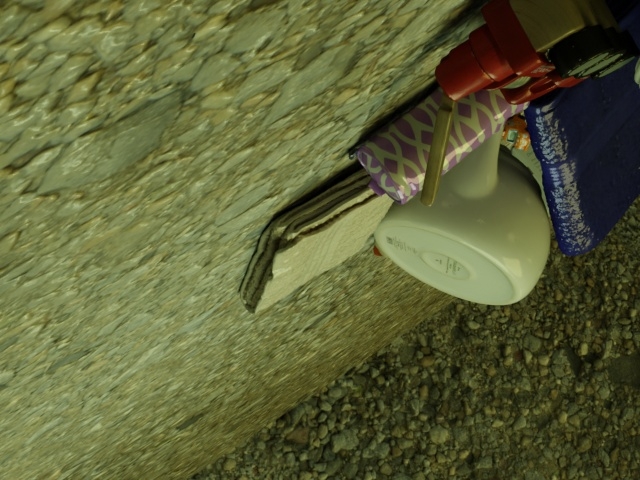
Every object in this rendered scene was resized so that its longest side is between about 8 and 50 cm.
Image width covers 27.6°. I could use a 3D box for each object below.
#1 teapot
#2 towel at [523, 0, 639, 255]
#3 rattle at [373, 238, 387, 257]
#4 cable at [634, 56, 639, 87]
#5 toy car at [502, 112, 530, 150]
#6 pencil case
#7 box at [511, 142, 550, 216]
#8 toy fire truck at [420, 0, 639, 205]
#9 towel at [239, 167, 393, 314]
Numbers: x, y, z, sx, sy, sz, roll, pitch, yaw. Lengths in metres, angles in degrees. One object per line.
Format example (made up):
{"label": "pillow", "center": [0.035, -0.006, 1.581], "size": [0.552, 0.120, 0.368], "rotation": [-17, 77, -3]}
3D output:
{"label": "teapot", "center": [0.203, -0.042, 1.726], "size": [0.256, 0.252, 0.187], "rotation": [-3, -126, 56]}
{"label": "towel", "center": [0.344, -0.147, 1.654], "size": [0.227, 0.076, 0.308], "rotation": [-46, 140, -19]}
{"label": "rattle", "center": [0.156, 0.013, 2.005], "size": [0.130, 0.143, 0.199], "rotation": [-53, 173, -31]}
{"label": "cable", "center": [0.433, -0.239, 1.339], "size": [0.257, 0.089, 0.257], "rotation": [-39, 168, -28]}
{"label": "toy car", "center": [0.278, -0.141, 1.960], "size": [0.041, 0.060, 0.122], "rotation": [-1, 150, -15]}
{"label": "pencil case", "center": [0.137, -0.122, 1.453], "size": [0.206, 0.086, 0.088], "rotation": [-36, 162, -8]}
{"label": "box", "center": [0.427, -0.144, 2.267], "size": [0.182, 0.119, 0.181], "rotation": [-36, 170, -6]}
{"label": "toy fire truck", "center": [0.189, -0.164, 1.338], "size": [0.246, 0.158, 0.217], "rotation": [-29, 175, 23]}
{"label": "towel", "center": [0.000, 0.000, 1.614], "size": [0.187, 0.049, 0.282], "rotation": [-30, 168, -19]}
